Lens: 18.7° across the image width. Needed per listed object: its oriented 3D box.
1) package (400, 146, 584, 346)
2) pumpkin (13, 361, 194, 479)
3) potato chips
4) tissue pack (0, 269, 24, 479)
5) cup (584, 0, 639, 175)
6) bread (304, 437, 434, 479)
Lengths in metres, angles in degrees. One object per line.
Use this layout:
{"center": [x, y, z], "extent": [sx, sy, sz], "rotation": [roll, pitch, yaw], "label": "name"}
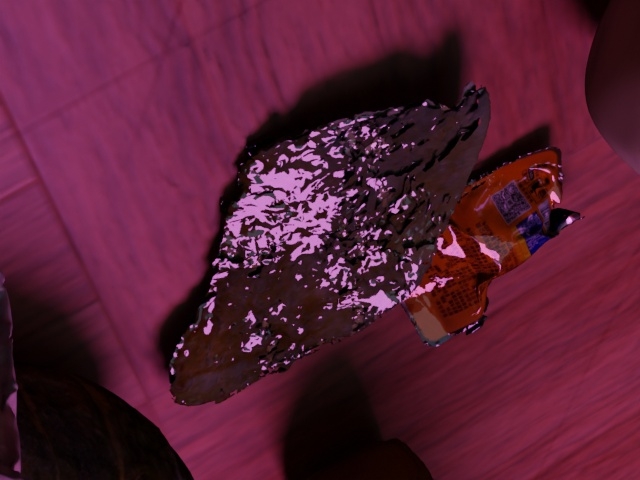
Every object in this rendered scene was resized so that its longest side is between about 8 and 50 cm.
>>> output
{"center": [0.083, 0.002, 0.980], "extent": [0.111, 0.033, 0.077], "rotation": [-34, 139, -7], "label": "package"}
{"center": [-0.145, 0.161, 0.864], "extent": [0.219, 0.162, 0.219], "rotation": [-21, 134, -24], "label": "pumpkin"}
{"center": [0.000, 0.000, 0.919], "extent": [0.209, 0.026, 0.142], "rotation": [-36, 136, 5], "label": "potato chips"}
{"center": [-0.263, 0.069, 0.663], "extent": [0.271, 0.124, 0.201], "rotation": [-28, 146, 17], "label": "tissue pack"}
{"center": [0.263, -0.123, 0.889], "extent": [0.255, 0.173, 0.202], "rotation": [-3, 130, -34], "label": "cup"}
{"center": [0.070, 0.216, 1.021], "extent": [0.070, 0.236, 0.236], "rotation": [-30, 140, -10], "label": "bread"}
